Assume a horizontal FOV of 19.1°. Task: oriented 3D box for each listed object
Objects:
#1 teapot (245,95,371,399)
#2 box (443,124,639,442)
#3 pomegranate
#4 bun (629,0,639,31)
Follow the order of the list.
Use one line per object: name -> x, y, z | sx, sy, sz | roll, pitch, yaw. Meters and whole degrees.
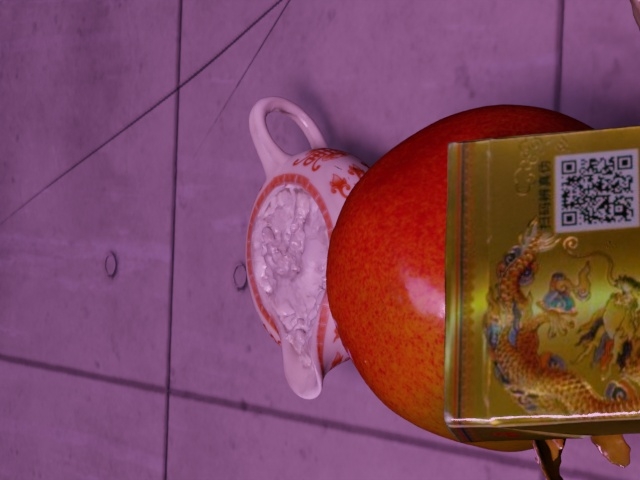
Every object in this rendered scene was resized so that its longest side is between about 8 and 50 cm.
teapot -> 0.000, 0.000, 1.450 | 0.246, 0.116, 0.159 | 69, 151, 24
box -> 0.221, 0.016, 1.029 | 0.311, 0.043, 0.173 | -5, 68, 17
pomegranate -> 0.123, 0.039, 1.188 | 0.221, 0.220, 0.257 | -56, 43, 37
bun -> 0.278, -0.176, 1.039 | 0.239, 0.141, 0.239 | -15, 63, 32
